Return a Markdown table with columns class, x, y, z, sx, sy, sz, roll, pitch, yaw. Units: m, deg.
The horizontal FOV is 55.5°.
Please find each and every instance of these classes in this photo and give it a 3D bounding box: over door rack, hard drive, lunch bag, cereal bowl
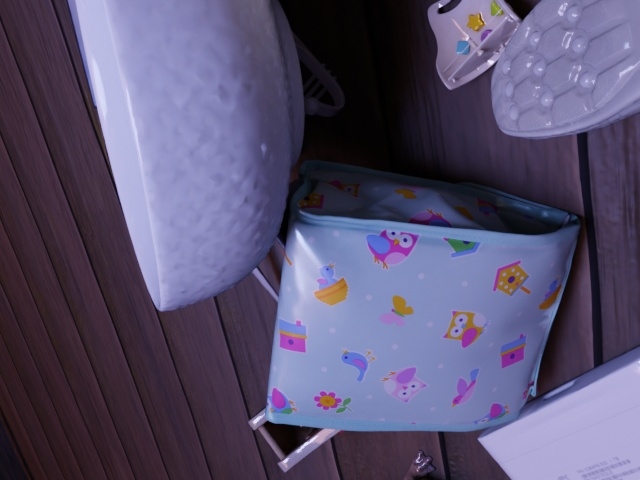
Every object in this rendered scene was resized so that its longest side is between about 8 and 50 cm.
| class | x | y | z | sx | sy | sz | roll | pitch | yaw |
| --- | --- | --- | --- | --- | --- | --- | --- | --- | --- |
| over door rack | -0.144 | -0.213 | 0.704 | 0.324 | 0.108 | 0.239 | 56 | 137 | 3 |
| hard drive | 0.344 | 0.283 | 0.566 | 0.353 | 0.047 | 0.233 | 50 | 137 | 11 |
| lunch bag | 0.091 | 0.058 | 0.571 | 0.262 | 0.160 | 0.224 | 6 | 112 | -2 |
| cereal bowl | -0.106 | -0.122 | 0.500 | 0.339 | 0.141 | 0.339 | 166 | 90 | -71 |

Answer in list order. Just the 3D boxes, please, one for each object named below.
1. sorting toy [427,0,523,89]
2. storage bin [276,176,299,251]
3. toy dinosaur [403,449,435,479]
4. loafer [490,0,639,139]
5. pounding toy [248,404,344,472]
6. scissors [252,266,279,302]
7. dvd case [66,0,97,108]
| class | x | y | z | sx | sy | sz | roll | pitch | yaw |
| --- | --- | --- | --- | --- | --- | --- | --- | --- | --- |
| sorting toy | 0.125 | -0.185 | 0.512 | 0.075 | 0.044 | 0.083 | 58 | 139 | 12 |
| storage bin | 0.000 | 0.000 | 0.711 | 0.135 | 0.098 | 0.091 | 53 | 166 | 6 |
| toy dinosaur | 0.132 | 0.371 | 0.706 | 0.295 | 0.200 | 0.127 | 10 | 119 | 41 |
| loafer | 0.234 | -0.141 | 0.381 | 0.319 | 0.111 | 0.112 | 159 | 106 | -65 |
| pounding toy | -0.022 | 0.179 | 0.778 | 0.155 | 0.154 | 0.269 | 52 | 137 | 7 |
| scissors | -0.104 | 0.008 | 0.781 | 0.297 | 0.021 | 0.109 | 48 | 145 | -17 |
| dvd case | -0.240 | -0.289 | 0.713 | 0.253 | 0.022 | 0.181 | -23 | 82 | 50 |
